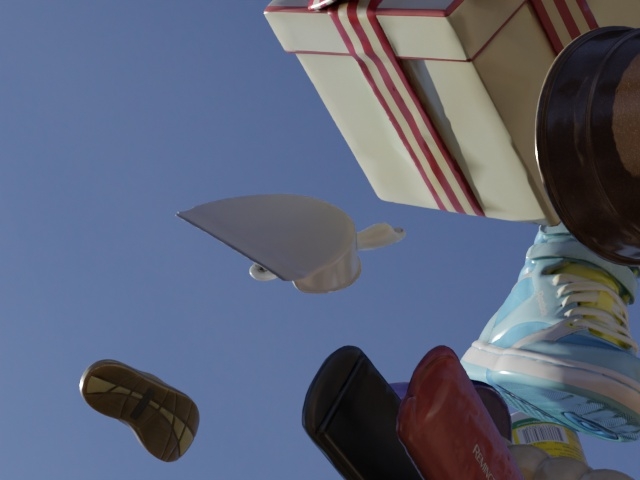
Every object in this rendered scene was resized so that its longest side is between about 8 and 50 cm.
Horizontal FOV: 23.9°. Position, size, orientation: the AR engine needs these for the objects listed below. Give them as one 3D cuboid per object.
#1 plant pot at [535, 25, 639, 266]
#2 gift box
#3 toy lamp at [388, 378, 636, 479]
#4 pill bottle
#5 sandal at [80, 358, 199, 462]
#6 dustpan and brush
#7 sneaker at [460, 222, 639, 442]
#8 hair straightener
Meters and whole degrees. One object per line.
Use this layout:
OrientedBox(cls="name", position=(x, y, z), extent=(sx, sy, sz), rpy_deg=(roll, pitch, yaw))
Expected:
OrientedBox(cls="plant pot", position=(0.255, -0.070, 0.972), extent=(0.167, 0.165, 0.167), rpy_deg=(3, -95, -33))
OrientedBox(cls="gift box", position=(0.149, -0.191, 1.275), extent=(0.255, 0.276, 0.258), rpy_deg=(-51, -55, -28))
OrientedBox(cls="toy lamp", position=(0.128, 0.123, 0.742), extent=(0.080, 0.274, 0.080), rpy_deg=(-14, -70, -43))
OrientedBox(cls="pill bottle", position=(0.248, 0.296, 1.644), extent=(0.117, 0.208, 0.118), rpy_deg=(-5, -49, -6))
OrientedBox(cls="sandal", position=(-0.189, 0.168, 1.569), extent=(0.072, 0.049, 0.180), rpy_deg=(-53, -47, -4))
OrientedBox(cls="dustpan and brush", position=(0.000, 0.000, 1.273), extent=(0.211, 0.147, 0.060), rpy_deg=(-21, -52, -39))
OrientedBox(cls="sneaker", position=(0.238, 0.059, 1.350), extent=(0.127, 0.319, 0.208), rpy_deg=(31, -97, -13))
OrientedBox(cls="hair straightener", position=(0.054, 0.121, 0.577), extent=(0.230, 0.089, 0.047), rpy_deg=(54, -130, -37))
